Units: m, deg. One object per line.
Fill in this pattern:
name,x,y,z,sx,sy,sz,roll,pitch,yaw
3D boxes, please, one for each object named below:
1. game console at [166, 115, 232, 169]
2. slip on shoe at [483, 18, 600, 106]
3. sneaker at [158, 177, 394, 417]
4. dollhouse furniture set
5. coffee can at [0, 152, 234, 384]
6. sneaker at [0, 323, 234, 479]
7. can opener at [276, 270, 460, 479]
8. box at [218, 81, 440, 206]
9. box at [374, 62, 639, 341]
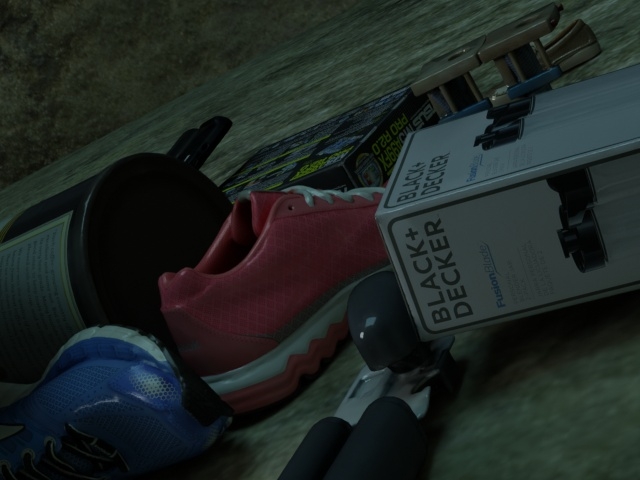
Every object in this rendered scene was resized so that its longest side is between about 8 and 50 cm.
game console,-0.200,-0.020,1.387,0.213,0.044,0.361,-17,32,46
slip on shoe,0.233,-0.190,1.307,0.135,0.041,0.051,-28,15,13
sneaker,0.000,0.000,0.958,0.314,0.136,0.116,-41,19,-35
dollhouse furniture set,0.150,-0.085,0.952,0.129,0.129,0.183,-24,15,24
coffee can,-0.215,0.063,1.047,0.275,0.201,0.201,-21,18,35
sneaker,-0.198,0.169,0.882,0.330,0.130,0.147,-24,30,36
can opener,0.011,0.101,0.683,0.076,0.095,0.283,-25,9,24
box,-0.013,-0.074,1.380,0.270,0.060,0.216,-20,19,39
box,0.189,-0.043,0.732,0.290,0.087,0.169,-16,19,19
